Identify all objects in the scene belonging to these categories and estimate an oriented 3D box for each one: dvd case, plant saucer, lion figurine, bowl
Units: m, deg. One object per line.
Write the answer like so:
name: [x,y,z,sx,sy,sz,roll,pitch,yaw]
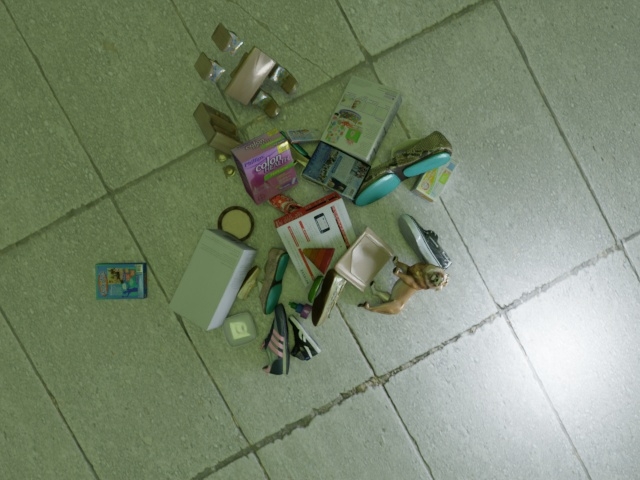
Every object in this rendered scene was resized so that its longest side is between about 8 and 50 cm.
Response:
dvd case: [0.071,-0.302,1.810,0.252,0.022,0.181,27,76,1]
plant saucer: [-0.383,-0.073,1.902,0.168,0.029,0.169,0,91,-4]
lion figurine: [0.369,0.226,1.883,0.240,0.142,0.392,31,121,-17]
bowl: [-0.365,0.402,1.896,0.142,0.053,0.142,-16,91,-3]

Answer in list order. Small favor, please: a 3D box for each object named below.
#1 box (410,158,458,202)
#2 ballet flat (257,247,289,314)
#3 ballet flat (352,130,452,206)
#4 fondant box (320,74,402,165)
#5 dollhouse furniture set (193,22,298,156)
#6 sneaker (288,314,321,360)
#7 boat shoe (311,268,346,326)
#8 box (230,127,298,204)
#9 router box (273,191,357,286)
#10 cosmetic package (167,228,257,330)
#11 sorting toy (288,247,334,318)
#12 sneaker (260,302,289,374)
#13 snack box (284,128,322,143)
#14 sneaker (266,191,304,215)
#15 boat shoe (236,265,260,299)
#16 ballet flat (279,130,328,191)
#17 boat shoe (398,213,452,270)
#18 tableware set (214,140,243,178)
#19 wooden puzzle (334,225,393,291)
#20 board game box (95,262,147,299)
box: [0.515,-0.285,1.906,0.114,0.103,0.203,30,89,-3]
ballet flat: [-0.222,0.175,1.875,0.106,0.107,0.316,25,105,27]
ballet flat: [0.337,-0.328,1.856,0.482,0.164,0.182,-28,60,19]
fondant box: [0.182,-0.533,1.856,0.238,0.096,0.331,26,88,19]
dollhouse furniture set: [-0.323,-0.578,1.710,0.394,0.362,0.257,-48,53,20]
sneaker: [-0.107,0.454,1.896,0.121,0.079,0.217,-38,93,-2]
boat shoe: [0.040,0.265,1.870,0.089,0.105,0.285,11,114,-29]
box: [-0.231,-0.310,1.775,0.213,0.243,0.117,-30,52,-15]
router box: [0.000,0.000,1.819,0.301,0.082,0.336,-24,121,-3]
cosmetic package: [-0.461,0.166,1.804,0.217,0.156,0.385,29,96,13]
sorting toy: [-0.056,0.170,1.806,0.126,0.127,0.366,23,115,5]
sneaker: [-0.210,0.444,1.877,0.130,0.112,0.319,-3,87,3]
snack box: [-0.070,-0.465,1.860,0.178,0.022,0.064,-15,70,-37]
sneaker: [-0.159,-0.165,1.854,0.270,0.145,0.090,37,89,-2]
boat shoe: [-0.320,0.193,1.898,0.059,0.063,0.170,36,88,-26]
ballet flat: [-0.077,-0.346,1.878,0.348,0.123,0.123,38,89,-3]
boat shoe: [0.480,0.005,1.914,0.119,0.121,0.335,-37,103,-9]
tableware set: [-0.393,-0.369,1.903,0.168,0.020,0.141,-21,90,-1]
wooden puzzle: [0.191,0.082,1.847,0.221,0.044,0.239,39,87,-36]
board game box: [-0.889,0.180,1.871,0.210,0.047,0.160,0,91,-3]
